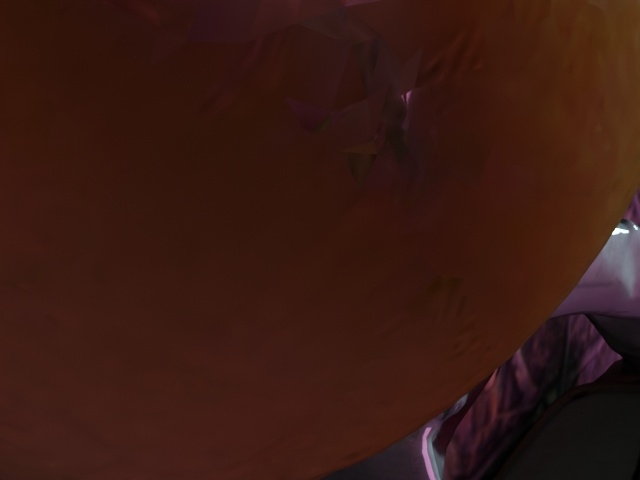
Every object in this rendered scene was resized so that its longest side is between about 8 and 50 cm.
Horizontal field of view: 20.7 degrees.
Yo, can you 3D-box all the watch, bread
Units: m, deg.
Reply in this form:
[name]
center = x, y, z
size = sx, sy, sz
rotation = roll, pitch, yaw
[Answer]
[watch]
center = 0.106, 0.088, 0.898
size = 0.253, 0.162, 0.241
rotation = -49, 120, -35
[bread]
center = -0.067, -0.100, 0.532
size = 0.348, 0.253, 0.376
rotation = -39, 126, -3
